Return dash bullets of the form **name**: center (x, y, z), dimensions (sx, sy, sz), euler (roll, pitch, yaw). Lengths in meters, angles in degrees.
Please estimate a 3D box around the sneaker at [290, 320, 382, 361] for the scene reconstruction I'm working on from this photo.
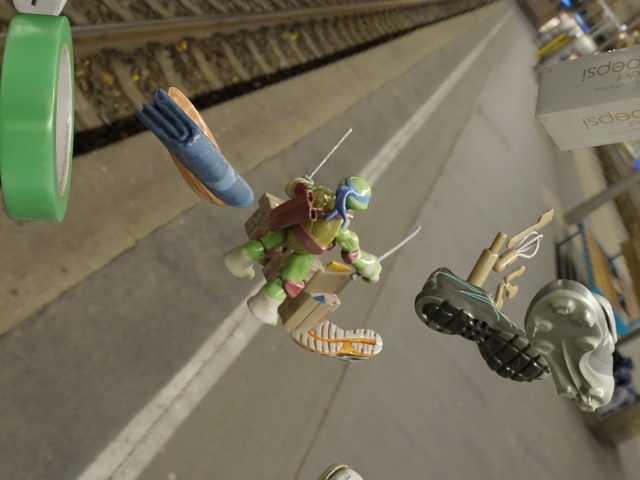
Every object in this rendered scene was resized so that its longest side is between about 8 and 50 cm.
- **sneaker**: center (0.032, 0.244, 2.078), dimensions (0.215, 0.083, 0.084), euler (14, 58, -9)

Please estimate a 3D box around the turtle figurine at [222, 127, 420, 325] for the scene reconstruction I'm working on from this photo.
- **turtle figurine**: center (0.000, 0.000, 1.391), dimensions (0.198, 0.266, 0.274), euler (48, 19, -10)

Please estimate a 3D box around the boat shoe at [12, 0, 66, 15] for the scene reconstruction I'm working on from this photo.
- **boat shoe**: center (-0.397, -0.501, 1.396), dimensions (0.121, 0.335, 0.119), euler (29, 37, -17)

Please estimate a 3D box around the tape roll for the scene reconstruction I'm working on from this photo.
- **tape roll**: center (-0.438, -0.190, 1.388), dimensions (0.077, 0.321, 0.321), euler (2, 39, -10)

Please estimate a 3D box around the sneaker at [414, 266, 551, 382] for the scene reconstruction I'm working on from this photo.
- **sneaker**: center (0.288, 0.138, 1.508), dimensions (0.267, 0.101, 0.106), euler (35, 40, -6)

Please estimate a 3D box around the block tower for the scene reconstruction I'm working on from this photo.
- **block tower**: center (-0.064, 0.046, 1.831), dimensions (0.091, 0.097, 0.335), euler (26, 27, -37)

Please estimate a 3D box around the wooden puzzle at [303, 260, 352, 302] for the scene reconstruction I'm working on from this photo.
- **wooden puzzle**: center (0.014, 0.073, 1.594), dimensions (0.079, 0.116, 0.014), euler (14, 47, -33)

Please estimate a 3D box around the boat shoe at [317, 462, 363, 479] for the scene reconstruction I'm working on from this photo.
- **boat shoe**: center (0.011, 0.501, 1.368), dimensions (0.113, 0.103, 0.302), euler (33, 73, -44)

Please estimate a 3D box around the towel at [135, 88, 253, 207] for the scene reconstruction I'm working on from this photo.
- **towel**: center (-0.096, -0.066, 0.699), dimensions (0.067, 0.029, 0.119), euler (45, -4, 29)

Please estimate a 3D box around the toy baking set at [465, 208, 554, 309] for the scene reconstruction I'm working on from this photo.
- **toy baking set**: center (0.346, 0.045, 1.681), dimensions (0.030, 0.256, 0.197), euler (36, 20, 32)

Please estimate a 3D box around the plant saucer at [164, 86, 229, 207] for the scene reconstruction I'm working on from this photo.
- **plant saucer**: center (-0.189, -0.134, 1.336), dimensions (0.200, 0.037, 0.200), euler (62, 8, -16)

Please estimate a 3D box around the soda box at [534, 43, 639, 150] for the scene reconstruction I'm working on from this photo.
- **soda box**: center (0.330, -0.150, 0.886), dimensions (0.074, 0.216, 0.069), euler (38, 57, -42)

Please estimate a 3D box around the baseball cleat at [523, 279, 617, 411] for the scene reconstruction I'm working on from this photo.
- **baseball cleat**: center (0.238, 0.077, 0.838), dimensions (0.206, 0.072, 0.109), euler (64, 34, -48)
